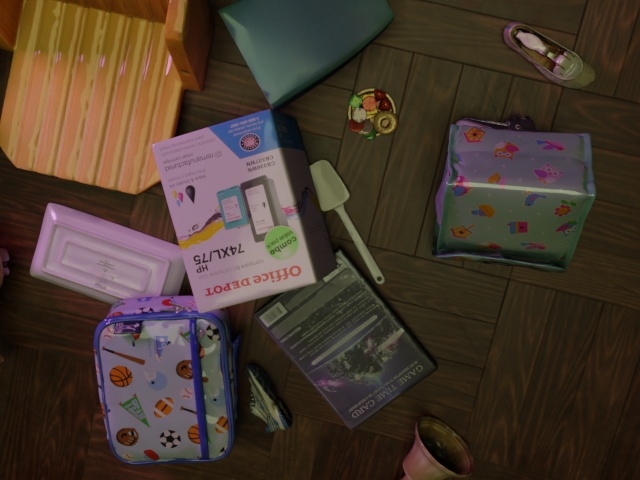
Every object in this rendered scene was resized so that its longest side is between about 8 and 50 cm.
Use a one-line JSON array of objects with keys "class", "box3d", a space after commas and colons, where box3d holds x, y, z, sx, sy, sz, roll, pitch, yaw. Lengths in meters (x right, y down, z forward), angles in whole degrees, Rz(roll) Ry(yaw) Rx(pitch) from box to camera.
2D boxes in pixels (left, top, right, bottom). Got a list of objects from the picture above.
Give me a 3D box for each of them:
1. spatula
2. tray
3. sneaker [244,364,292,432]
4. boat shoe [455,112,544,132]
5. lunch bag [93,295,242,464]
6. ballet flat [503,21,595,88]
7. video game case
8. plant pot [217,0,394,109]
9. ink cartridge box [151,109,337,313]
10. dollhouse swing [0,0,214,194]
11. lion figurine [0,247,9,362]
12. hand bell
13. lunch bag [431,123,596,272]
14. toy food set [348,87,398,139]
[{"class": "spatula", "box3d": [0.000, 0.000, 1.426, 0.168, 0.019, 0.242, -29, 96, 9]}, {"class": "tray", "box3d": [-0.377, 0.042, 1.463, 0.270, 0.030, 0.145, 19, 102, 1]}, {"class": "sneaker", "box3d": [-0.106, 0.286, 1.473, 0.058, 0.052, 0.135, -27, 96, 13]}, {"class": "boat shoe", "box3d": [0.331, -0.166, 1.342, 0.229, 0.080, 0.076, 19, 79, 6]}, {"class": "lunch bag", "box3d": [-0.255, 0.237, 1.433, 0.243, 0.115, 0.303, -1, 108, 2]}, {"class": "ballet flat", "box3d": [0.365, -0.293, 1.322, 0.168, 0.052, 0.057, 29, 101, -1]}, {"class": "video game case", "box3d": [0.044, 0.174, 1.445, 0.196, 0.026, 0.274, -38, 99, 11]}, {"class": "plant pot", "box3d": [-0.013, -0.331, 1.298, 0.234, 0.165, 0.165, -28, 97, 1]}, {"class": "ink cartridge box", "box3d": [-0.113, -0.046, 1.319, 0.198, 0.197, 0.270, -16, 91, 10]}, {"class": "dollhouse swing", "box3d": [-0.378, -0.268, 1.285, 0.347, 0.315, 0.304, 13, 80, 2]}, {"class": "lion figurine", "box3d": [-0.700, 0.151, 1.459, 0.392, 0.142, 0.240, -27, 90, 14]}, {"class": "hand bell", "box3d": [0.146, 0.437, 1.463, 0.126, 0.126, 0.242, 37, 113, -2]}, {"class": "lunch bag", "box3d": [0.292, -0.041, 1.300, 0.224, 0.160, 0.262, 6, 142, 4]}, {"class": "toy food set", "box3d": [0.085, -0.211, 1.379, 0.083, 0.020, 0.083, -11, 100, 7]}]
